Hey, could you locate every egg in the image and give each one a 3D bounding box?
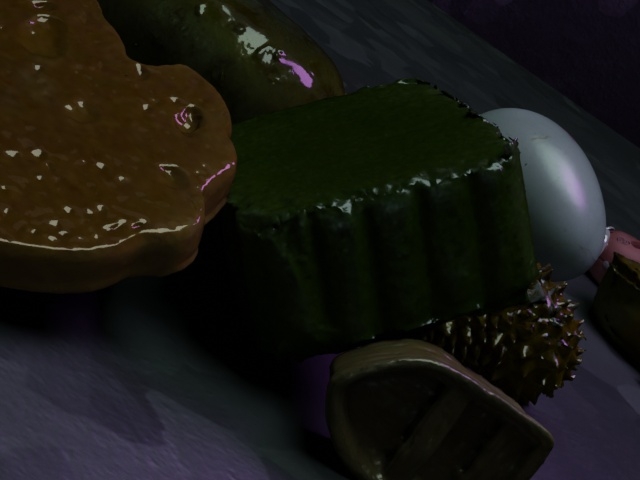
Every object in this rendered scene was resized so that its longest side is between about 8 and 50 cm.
[{"bbox_3d":[0.266,-0.058,1.917,0.183,0.183,0.264,17,33,-47],"label":"egg"}]

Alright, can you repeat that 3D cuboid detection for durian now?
[{"bbox_3d":[0.159,0.055,1.466,0.249,0.183,0.138,26,-22,-17],"label":"durian"}]

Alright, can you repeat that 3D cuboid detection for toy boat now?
[{"bbox_3d":[0.077,0.141,1.155,0.188,0.116,0.061,32,13,-23],"label":"toy boat"}]

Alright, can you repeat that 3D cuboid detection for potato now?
[{"bbox_3d":[-0.112,-0.184,1.526,0.307,0.173,0.210,39,19,14],"label":"potato"}]

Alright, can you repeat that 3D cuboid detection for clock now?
[{"bbox_3d":[0.464,0.037,2.215,0.162,0.093,0.166,45,19,32],"label":"clock"}]

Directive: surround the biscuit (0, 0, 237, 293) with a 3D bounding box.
[{"bbox_3d":[-0.217,-0.084,1.101,0.312,0.057,0.351,27,36,-1],"label":"biscuit"}]

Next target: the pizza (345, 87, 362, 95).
[{"bbox_3d":[0.042,-0.132,1.757,0.365,0.074,0.182,17,-6,-22],"label":"pizza"}]

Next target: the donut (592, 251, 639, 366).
[{"bbox_3d":[0.479,0.129,2.000,0.272,0.107,0.272,34,12,-8],"label":"donut"}]

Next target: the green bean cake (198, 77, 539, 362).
[{"bbox_3d":[0.029,-0.020,1.247,0.249,0.156,0.247,-17,26,-13],"label":"green bean cake"}]
